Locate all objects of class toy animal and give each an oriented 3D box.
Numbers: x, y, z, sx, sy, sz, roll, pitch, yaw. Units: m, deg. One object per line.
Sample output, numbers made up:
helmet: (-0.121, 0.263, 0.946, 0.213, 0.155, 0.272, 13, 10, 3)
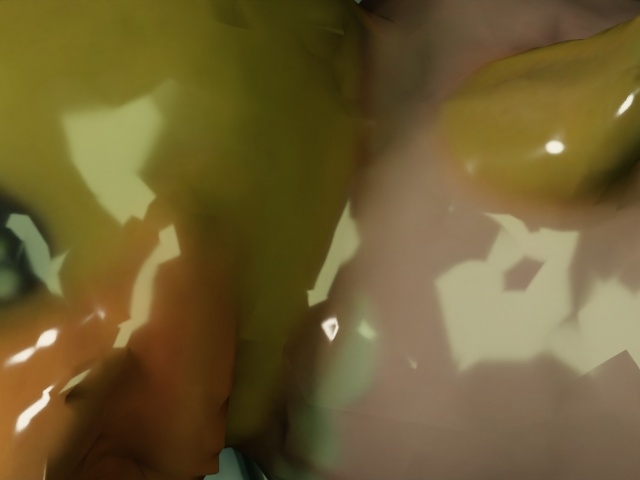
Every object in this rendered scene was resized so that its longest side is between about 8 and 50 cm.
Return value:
toy animal: (-0.002, -0.003, 0.472, 0.281, 0.195, 0.169, 8, 48, -17)
